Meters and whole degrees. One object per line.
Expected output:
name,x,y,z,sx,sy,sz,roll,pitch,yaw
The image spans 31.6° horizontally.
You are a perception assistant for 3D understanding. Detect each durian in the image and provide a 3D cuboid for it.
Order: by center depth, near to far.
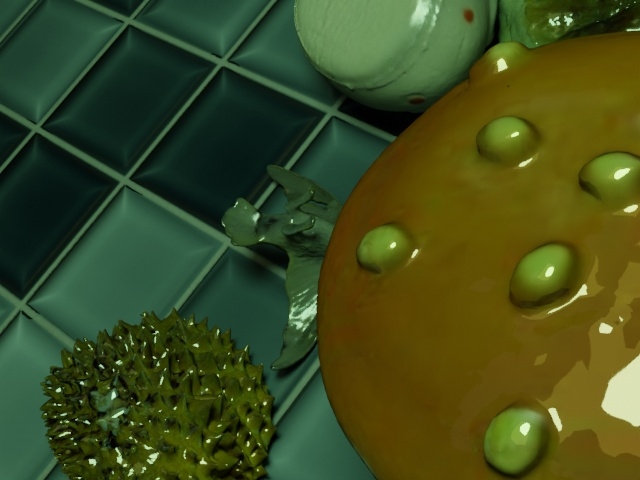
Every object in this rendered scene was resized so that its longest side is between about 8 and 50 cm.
durian,-0.144,0.143,0.941,0.183,0.138,0.250,-44,45,5

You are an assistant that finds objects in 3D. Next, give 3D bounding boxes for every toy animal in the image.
toy animal,0.000,0.000,0.982,0.155,0.095,0.219,-11,56,25

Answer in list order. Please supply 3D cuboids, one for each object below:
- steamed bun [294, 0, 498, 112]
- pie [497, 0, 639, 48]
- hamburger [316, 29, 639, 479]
steamed bun,0.078,-0.209,1.048,0.177,0.130,0.228,-57,40,18
pie,0.291,-0.198,0.983,0.306,0.071,0.306,-14,54,20
hamburger,0.202,0.059,0.726,0.395,0.277,0.396,-13,55,20
